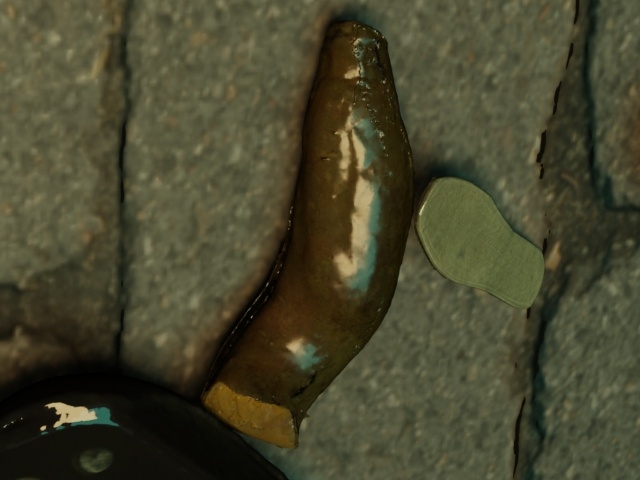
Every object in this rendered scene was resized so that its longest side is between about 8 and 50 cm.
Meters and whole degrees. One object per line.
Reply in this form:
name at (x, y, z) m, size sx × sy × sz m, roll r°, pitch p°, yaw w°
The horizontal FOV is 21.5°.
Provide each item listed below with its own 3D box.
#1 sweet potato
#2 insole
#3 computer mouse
sweet potato at (0.004, 0.003, 1.071) m, size 0.112 × 0.085 × 0.286 m, roll 1°, pitch 114°, yaw -42°
insole at (0.110, 0.005, 1.138) m, size 0.192 × 0.010 × 0.063 m, roll 31°, pitch 84°, yaw -55°
computer mouse at (-0.129, 0.171, 1.075) m, size 0.170 × 0.100 × 0.269 m, roll -37°, pitch 127°, yaw 14°
